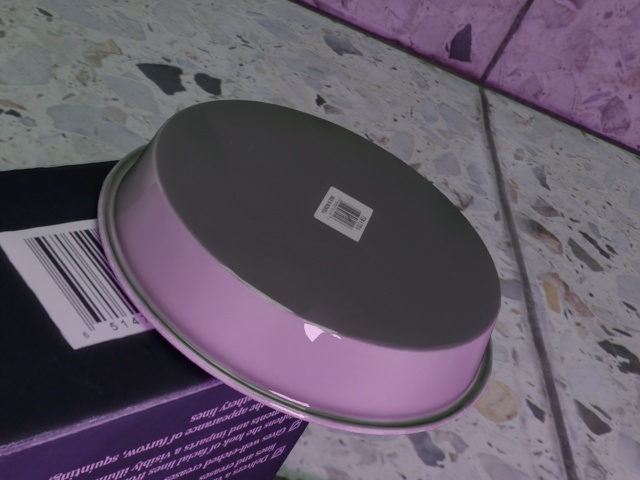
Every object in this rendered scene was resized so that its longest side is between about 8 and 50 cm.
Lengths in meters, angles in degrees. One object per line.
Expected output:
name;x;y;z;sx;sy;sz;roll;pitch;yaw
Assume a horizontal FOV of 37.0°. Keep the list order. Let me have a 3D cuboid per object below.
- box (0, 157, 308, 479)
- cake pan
box;-0.203;0.157;0.686;0.293;0.395;0.212;-11;49;-48
cake pan;0.000;0.000;0.645;0.293;0.054;0.293;21;32;-14
